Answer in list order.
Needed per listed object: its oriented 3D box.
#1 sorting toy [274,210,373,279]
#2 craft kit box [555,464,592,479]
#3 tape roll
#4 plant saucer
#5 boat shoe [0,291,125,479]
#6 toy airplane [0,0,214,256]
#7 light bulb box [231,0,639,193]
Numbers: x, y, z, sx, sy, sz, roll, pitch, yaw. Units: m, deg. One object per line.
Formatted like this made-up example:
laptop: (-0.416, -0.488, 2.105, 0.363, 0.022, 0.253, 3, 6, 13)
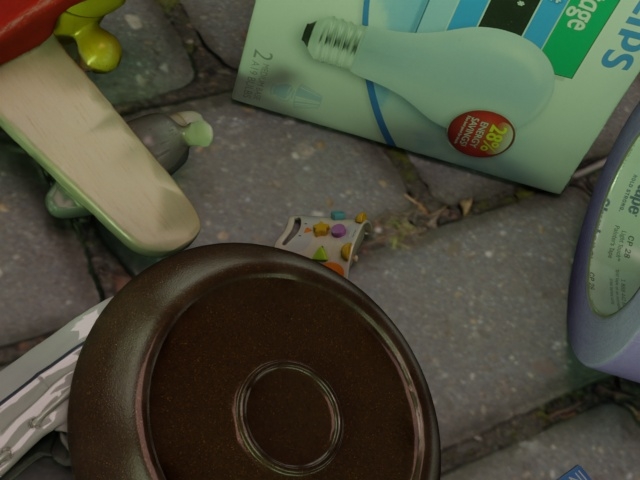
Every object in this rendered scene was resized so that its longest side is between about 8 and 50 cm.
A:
sorting toy: (0.000, 0.000, 1.015, 0.075, 0.045, 0.083, 11, 48, 16)
craft kit box: (0.179, 0.325, 0.805, 0.250, 0.061, 0.246, -23, 61, -31)
tape roll: (0.309, -0.009, 0.960, 0.090, 0.275, 0.274, 18, 50, -4)
plant saucer: (-0.030, 0.137, 0.829, 0.311, 0.050, 0.310, 13, 61, -24)
boat shoe: (-0.200, 0.129, 0.823, 0.258, 0.095, 0.084, -36, 80, -28)
toy airplane: (-0.273, -0.188, 0.960, 0.384, 0.272, 0.386, 4, 88, -2)
light bulb box: (0.137, -0.272, 1.057, 0.361, 0.358, 0.225, 15, 52, -4)
